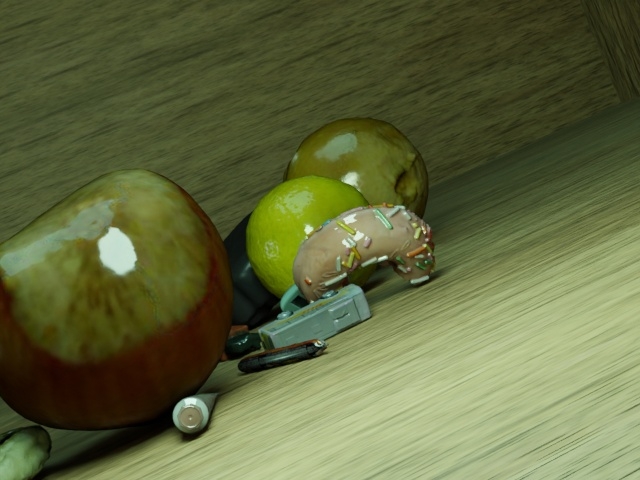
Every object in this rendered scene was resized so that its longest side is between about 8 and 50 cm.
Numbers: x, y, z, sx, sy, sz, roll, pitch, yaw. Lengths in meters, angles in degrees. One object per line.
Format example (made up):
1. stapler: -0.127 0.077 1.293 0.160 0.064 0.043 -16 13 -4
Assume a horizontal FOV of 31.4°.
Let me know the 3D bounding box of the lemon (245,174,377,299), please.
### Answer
1. lemon: 0.000 0.000 2.010 0.240 0.241 0.219 -25 11 -31

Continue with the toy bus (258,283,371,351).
1. toy bus: -0.006 0.121 1.691 0.172 0.058 0.072 -24 13 -19

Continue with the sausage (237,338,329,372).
1. sausage: -0.057 0.165 1.614 0.028 0.025 0.198 16 -23 -40

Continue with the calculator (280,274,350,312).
1. calculator: -0.014 0.092 1.881 0.153 0.021 0.095 -43 -43 13

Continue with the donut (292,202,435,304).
1. donut: 0.069 0.033 1.777 0.232 0.085 0.199 -24 -40 5

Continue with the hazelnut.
1. hazelnut: -0.276 0.095 1.512 0.365 0.366 0.366 -23 4 2

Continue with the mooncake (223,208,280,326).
1. mooncake: -0.125 0.058 2.215 0.283 0.141 0.283 -46 13 14

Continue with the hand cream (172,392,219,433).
1. hand cream: -0.160 0.214 1.444 0.067 0.043 0.209 -29 -1 -6

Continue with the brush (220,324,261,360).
1. brush: -0.187 0.177 1.984 0.070 0.051 0.323 -28 6 -27

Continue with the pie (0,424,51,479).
1. pie: -0.510 0.337 1.498 0.339 0.077 0.339 -22 4 1

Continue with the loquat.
1. loquat: 0.069 -0.099 2.378 0.328 0.329 0.328 -23 4 2
